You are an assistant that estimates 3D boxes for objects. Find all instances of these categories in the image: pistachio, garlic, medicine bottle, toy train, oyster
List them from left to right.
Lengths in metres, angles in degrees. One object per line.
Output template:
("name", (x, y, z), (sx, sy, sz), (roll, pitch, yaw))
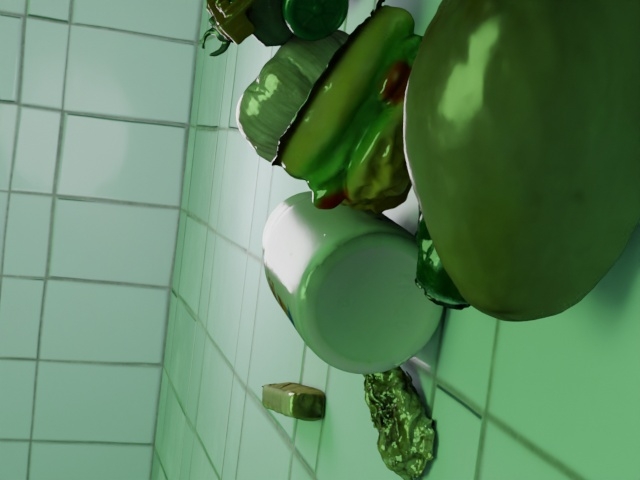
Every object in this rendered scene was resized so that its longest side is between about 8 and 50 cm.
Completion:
("toy train", (-0.023, -0.412, 1.178), (0.429, 0.249, 0.178), (-44, 28, 9))
("garlic", (0.012, -0.162, 1.314), (0.212, 0.218, 0.218), (46, 146, 11))
("medicine bottle", (0.022, 0.034, 1.155), (0.293, 0.170, 0.170), (-138, 55, -69))
("oyster", (0.082, 0.203, 1.118), (0.108, 0.053, 0.165), (97, 159, -45))
("pistachio", (0.162, -0.084, 0.745), (0.166, 0.197, 0.288), (-57, -34, -65))

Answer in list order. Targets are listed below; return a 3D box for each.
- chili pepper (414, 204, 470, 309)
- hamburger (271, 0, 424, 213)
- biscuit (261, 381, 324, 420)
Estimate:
("chili pepper", (0.148, -0.082, 0.914), (0.136, 0.099, 0.270), (-65, -13, -56))
("hamburger", (0.067, -0.126, 1.038), (0.237, 0.149, 0.237), (-55, -1, -1))
("biscuit", (-0.047, 0.249, 1.513), (0.188, 0.056, 0.052), (166, 109, -71))
